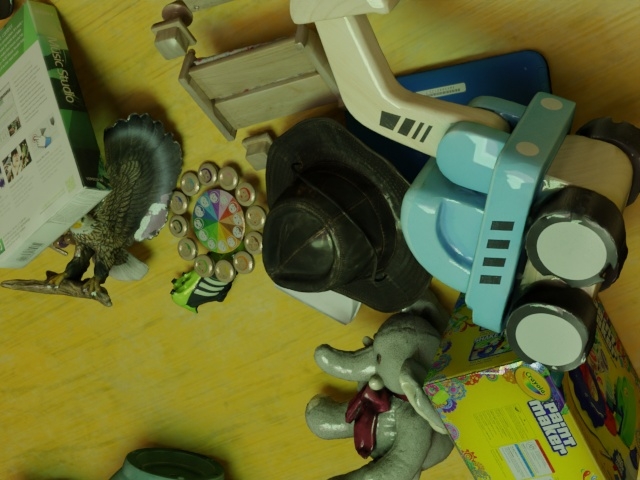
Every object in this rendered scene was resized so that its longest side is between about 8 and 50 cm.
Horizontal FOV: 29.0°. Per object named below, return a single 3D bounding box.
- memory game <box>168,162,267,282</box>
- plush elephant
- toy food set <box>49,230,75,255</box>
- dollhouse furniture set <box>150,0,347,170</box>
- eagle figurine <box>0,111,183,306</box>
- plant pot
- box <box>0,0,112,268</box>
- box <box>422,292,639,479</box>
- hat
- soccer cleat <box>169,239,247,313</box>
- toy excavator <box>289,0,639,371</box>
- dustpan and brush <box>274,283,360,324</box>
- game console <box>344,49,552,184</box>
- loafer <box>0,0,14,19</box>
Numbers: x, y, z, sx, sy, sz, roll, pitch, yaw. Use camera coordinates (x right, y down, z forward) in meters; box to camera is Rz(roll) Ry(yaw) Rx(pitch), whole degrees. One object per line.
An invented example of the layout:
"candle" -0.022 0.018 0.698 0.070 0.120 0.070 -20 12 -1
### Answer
"memory game" -0.157 -0.027 1.872 0.186 0.012 0.186 7 103 31
"plush elephant" 0.105 0.219 1.819 0.330 0.272 0.255 -13 119 10
"toy food set" -0.425 -0.027 2.008 0.078 0.019 0.122 29 126 2
"dollhouse furniture set" -0.035 -0.293 1.682 0.303 0.174 0.355 -11 140 25
"eagle figurine" -0.343 -0.055 1.876 0.226 0.225 0.298 9 89 -24
"plant pot" -0.264 0.473 2.125 0.293 0.293 0.196 12 96 13
"box" -0.430 -0.153 1.799 0.232 0.058 0.322 -35 66 34
"box" 0.310 0.213 1.726 0.177 0.279 0.290 -19 113 29
"hat" 0.000 0.000 1.686 0.331 0.134 0.331 31 142 28
"soccer cleat" -0.161 0.056 1.946 0.179 0.060 0.072 -33 126 31
"toy excavator" 0.166 -0.103 1.493 0.445 0.222 0.433 18 131 15
"dustpan and brush" 0.014 0.008 1.854 0.147 0.060 0.211 28 133 18
"game console" 0.206 -0.108 1.722 0.293 0.173 0.250 -9 86 24
"loafer" -0.557 -0.354 1.818 0.220 0.078 0.080 8 123 16
